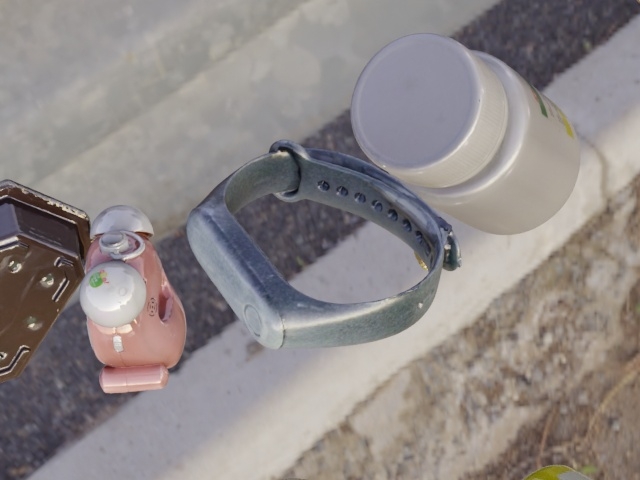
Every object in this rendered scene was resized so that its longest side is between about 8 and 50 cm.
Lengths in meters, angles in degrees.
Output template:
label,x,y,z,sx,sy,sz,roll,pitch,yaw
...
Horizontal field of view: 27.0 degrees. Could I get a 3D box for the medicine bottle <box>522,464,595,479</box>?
label,x,y,z,sx,sy,sz,roll,pitch,yaw
medicine bottle,0.251,0.282,1.101,0.122,0.122,0.212,-45,43,-17

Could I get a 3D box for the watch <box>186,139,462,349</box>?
label,x,y,z,sx,sy,sz,roll,pitch,yaw
watch,0.000,0.000,1.115,0.193,0.068,0.206,-21,52,-27

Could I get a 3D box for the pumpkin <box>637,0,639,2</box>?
label,x,y,z,sx,sy,sz,roll,pitch,yaw
pumpkin,0.518,-0.355,1.580,0.317,0.221,0.139,-11,31,19

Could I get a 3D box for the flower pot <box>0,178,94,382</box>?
label,x,y,z,sx,sy,sz,roll,pitch,yaw
flower pot,-0.373,0.065,1.561,0.251,0.179,0.084,-55,36,14

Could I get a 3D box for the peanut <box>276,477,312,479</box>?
label,x,y,z,sx,sy,sz,roll,pitch,yaw
peanut,0.018,0.280,1.200,0.108,0.226,0.095,-31,43,41

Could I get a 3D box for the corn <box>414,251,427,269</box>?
label,x,y,z,sx,sy,sz,roll,pitch,yaw
corn,0.105,0.004,1.363,0.028,0.027,0.083,-24,27,8

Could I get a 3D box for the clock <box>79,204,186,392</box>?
label,x,y,z,sx,sy,sz,roll,pitch,yaw
clock,-0.199,0.058,1.417,0.093,0.162,0.166,-6,37,4

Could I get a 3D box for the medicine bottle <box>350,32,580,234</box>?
label,x,y,z,sx,sy,sz,roll,pitch,yaw
medicine bottle,0.190,-0.136,1.737,0.208,0.340,0.208,-7,76,28
